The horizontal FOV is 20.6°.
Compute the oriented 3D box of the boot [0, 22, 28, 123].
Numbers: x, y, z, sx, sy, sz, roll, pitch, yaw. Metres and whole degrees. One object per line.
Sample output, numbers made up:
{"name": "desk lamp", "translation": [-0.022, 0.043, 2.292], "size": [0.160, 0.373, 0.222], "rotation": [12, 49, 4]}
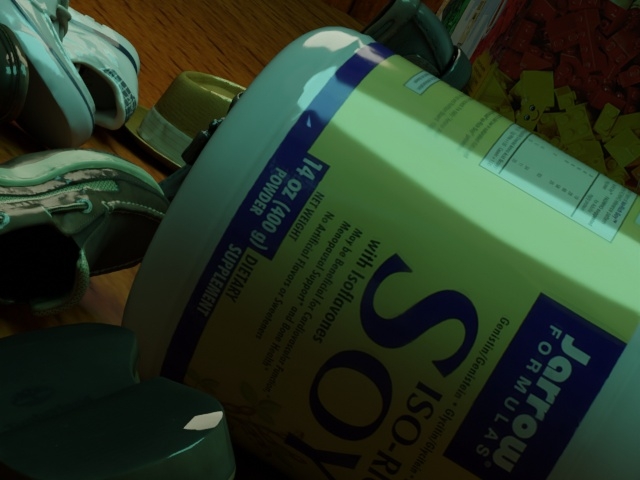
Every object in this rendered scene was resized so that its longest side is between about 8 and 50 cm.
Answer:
{"name": "boot", "translation": [-0.302, -0.139, 1.302], "size": [0.106, 0.082, 0.219], "rotation": [5, 15, -38]}

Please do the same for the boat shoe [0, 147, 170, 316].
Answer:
{"name": "boat shoe", "translation": [-0.167, 0.007, 1.006], "size": [0.257, 0.095, 0.095], "rotation": [0, 45, -55]}

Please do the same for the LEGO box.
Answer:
{"name": "LEGO box", "translation": [0.176, -0.090, 1.458], "size": [0.193, 0.372, 0.500], "rotation": [28, 12, -6]}

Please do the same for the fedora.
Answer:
{"name": "fedora", "translation": [-0.088, -0.097, 1.572], "size": [0.194, 0.079, 0.194], "rotation": [29, 13, -7]}

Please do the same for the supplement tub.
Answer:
{"name": "supplement tub", "translation": [0.083, 0.057, 0.980], "size": [0.331, 0.241, 0.241], "rotation": [31, 13, 8]}

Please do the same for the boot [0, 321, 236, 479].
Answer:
{"name": "boot", "translation": [-0.108, 0.107, 0.747], "size": [0.112, 0.115, 0.305], "rotation": [-19, 16, -17]}

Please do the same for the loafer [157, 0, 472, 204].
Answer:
{"name": "loafer", "translation": [-0.024, -0.093, 1.274], "size": [0.084, 0.267, 0.096], "rotation": [56, 17, -23]}

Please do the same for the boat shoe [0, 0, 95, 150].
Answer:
{"name": "boat shoe", "translation": [-0.243, -0.185, 1.398], "size": [0.088, 0.096, 0.267], "rotation": [-28, 63, -27]}

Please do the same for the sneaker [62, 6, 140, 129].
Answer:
{"name": "sneaker", "translation": [-0.259, -0.168, 1.477], "size": [0.235, 0.090, 0.095], "rotation": [22, 31, -16]}
